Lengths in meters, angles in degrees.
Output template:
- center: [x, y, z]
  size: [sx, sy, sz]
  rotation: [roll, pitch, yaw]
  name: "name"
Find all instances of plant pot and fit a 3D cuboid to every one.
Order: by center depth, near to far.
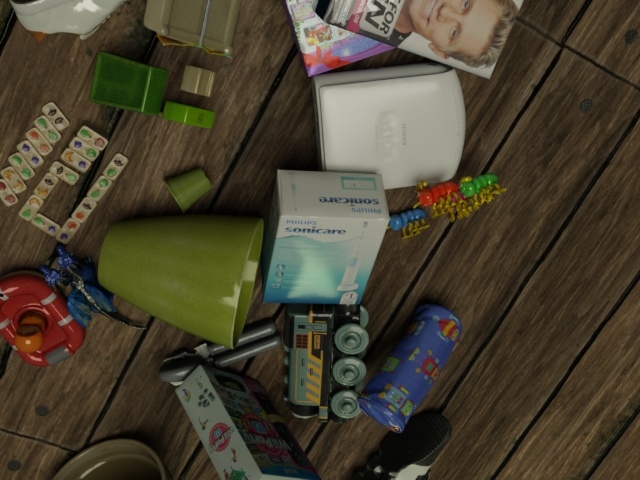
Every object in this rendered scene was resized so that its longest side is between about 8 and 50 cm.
- center: [-0.288, 0.057, 1.744]
  size: [0.294, 0.274, 0.274]
  rotation: [12, 112, 2]
  name: "plant pot"
- center: [-0.267, -0.110, 1.755]
  size: [0.079, 0.083, 0.083]
  rotation: [-33, 116, -9]
  name: "plant pot"
- center: [-0.444, 0.668, 1.968]
  size: [0.323, 0.323, 0.280]
  rotation: [-23, 131, 1]
  name: "plant pot"

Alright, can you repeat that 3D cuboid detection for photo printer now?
- center: [0.144, -0.228, 1.750]
  size: [0.308, 0.107, 0.255]
  rotation: [-7, 115, -7]
  name: "photo printer"

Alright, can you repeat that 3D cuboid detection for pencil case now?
- center: [0.200, 0.279, 1.916]
  size: [0.306, 0.133, 0.119]
  rotation: [-53, 123, -25]
  name: "pencil case"

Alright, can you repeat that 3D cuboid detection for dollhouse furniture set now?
- center: [-0.282, -0.380, 1.607]
  size: [0.198, 0.151, 0.301]
  rotation: [3, 104, -54]
  name: "dollhouse furniture set"

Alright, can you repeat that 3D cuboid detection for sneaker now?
- center: [-0.410, -0.447, 1.575]
  size: [0.290, 0.105, 0.123]
  rotation: [-18, 143, -5]
  name: "sneaker"
- center: [0.213, 0.563, 2.131]
  size: [0.330, 0.122, 0.146]
  rotation: [-45, 132, 10]
  name: "sneaker"

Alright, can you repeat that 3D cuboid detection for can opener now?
- center: [-0.222, 0.260, 1.923]
  size: [0.281, 0.093, 0.074]
  rotation: [-22, 115, -5]
  name: "can opener"

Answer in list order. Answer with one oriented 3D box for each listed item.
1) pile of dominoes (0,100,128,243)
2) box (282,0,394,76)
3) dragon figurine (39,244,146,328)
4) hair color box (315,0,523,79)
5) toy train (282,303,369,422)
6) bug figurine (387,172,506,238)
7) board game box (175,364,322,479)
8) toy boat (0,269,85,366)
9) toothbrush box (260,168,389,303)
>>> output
- center: [-0.526, -0.129, 1.716]
  size: [0.196, 0.040, 0.251]
  rotation: [34, 104, -22]
  name: "pile of dominoes"
- center: [0.081, -0.461, 1.661]
  size: [0.294, 0.057, 0.200]
  rotation: [-19, 116, -2]
  name: "box"
- center: [-0.476, 0.120, 1.779]
  size: [0.085, 0.144, 0.289]
  rotation: [-29, 116, 4]
  name: "dragon figurine"
- center: [0.184, -0.442, 1.597]
  size: [0.348, 0.105, 0.173]
  rotation: [14, 111, -17]
  name: "hair color box"
- center: [0.010, 0.267, 1.945]
  size: [0.190, 0.142, 0.333]
  rotation: [3, 116, 2]
  name: "toy train"
- center: [0.256, -0.081, 1.800]
  size: [0.216, 0.279, 0.072]
  rotation: [-16, 81, -18]
  name: "bug figurine"
- center: [-0.156, 0.425, 1.849]
  size: [0.097, 0.303, 0.224]
  rotation: [-46, 143, 12]
  name: "board game box"
- center: [-0.600, 0.178, 1.780]
  size: [0.151, 0.151, 0.231]
  rotation: [-29, 116, 4]
  name: "toy boat"
- center: [0.000, 0.000, 1.755]
  size: [0.217, 0.126, 0.295]
  rotation: [1, 143, -10]
  name: "toothbrush box"
